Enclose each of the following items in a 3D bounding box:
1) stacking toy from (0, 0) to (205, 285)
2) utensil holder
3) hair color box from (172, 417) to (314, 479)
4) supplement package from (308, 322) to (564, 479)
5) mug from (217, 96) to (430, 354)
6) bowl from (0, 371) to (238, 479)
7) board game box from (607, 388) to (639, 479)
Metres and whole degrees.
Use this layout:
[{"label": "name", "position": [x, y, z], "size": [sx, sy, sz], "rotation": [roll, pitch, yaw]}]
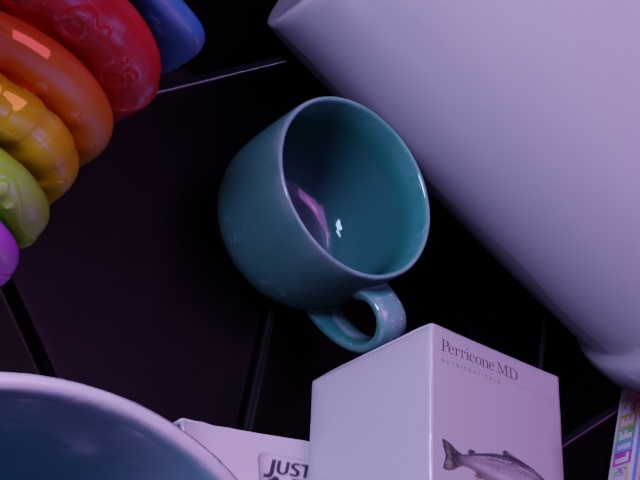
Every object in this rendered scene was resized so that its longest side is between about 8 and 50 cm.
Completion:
[{"label": "stacking toy", "position": [-0.200, -0.036, 0.760], "size": [0.166, 0.175, 0.302], "rotation": [42, 56, -37]}, {"label": "utensil holder", "position": [0.202, -0.135, 1.037], "size": [0.385, 0.327, 0.327], "rotation": [44, 47, -12]}, {"label": "hair color box", "position": [-0.028, 0.286, 0.768], "size": [0.174, 0.105, 0.347], "rotation": [16, 59, -37]}, {"label": "supplement package", "position": [0.062, 0.155, 0.768], "size": [0.105, 0.105, 0.179], "rotation": [23, 54, -32]}, {"label": "mug", "position": [-0.006, -0.007, 0.946], "size": [0.129, 0.097, 0.158], "rotation": [27, 53, -28]}, {"label": "bowl", "position": [-0.172, 0.210, 0.610], "size": [0.311, 0.163, 0.311], "rotation": [2, 86, -32]}, {"label": "board game box", "position": [0.281, 0.186, 1.143], "size": [0.103, 0.026, 0.154], "rotation": [37, 49, -21]}]
